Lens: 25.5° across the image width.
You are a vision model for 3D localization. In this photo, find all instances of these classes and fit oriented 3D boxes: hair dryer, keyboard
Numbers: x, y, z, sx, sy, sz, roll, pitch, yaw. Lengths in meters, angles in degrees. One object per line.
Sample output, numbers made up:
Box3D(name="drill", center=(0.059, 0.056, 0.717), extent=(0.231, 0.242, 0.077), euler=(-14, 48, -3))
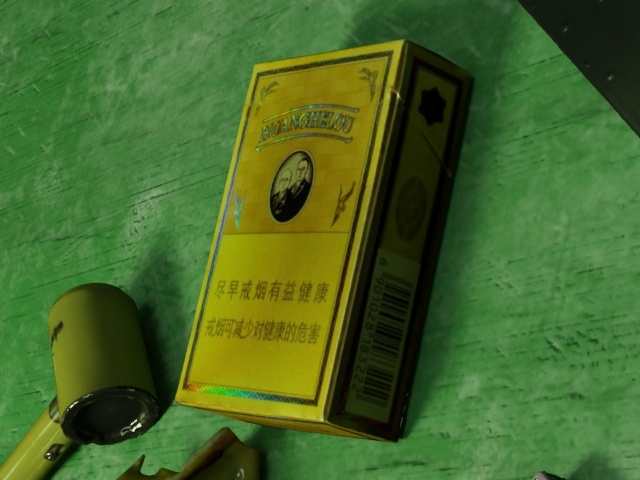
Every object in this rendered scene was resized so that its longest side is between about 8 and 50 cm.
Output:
Box3D(name="hair dryer", center=(-0.259, 0.173, 1.368), extent=(0.279, 0.090, 0.135), euler=(-49, 43, 31))
Box3D(name="keyboard", center=(0.204, -0.182, 1.033), extent=(0.101, 0.018, 0.310), euler=(-53, 41, 21))

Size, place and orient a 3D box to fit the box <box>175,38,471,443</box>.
Box3D(name="box", center=(0.000, 0.000, 1.135), extent=(0.192, 0.084, 0.302), euler=(-1, 73, 48))

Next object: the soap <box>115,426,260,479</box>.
Box3D(name="soap", center=(-0.122, 0.372, 1.146), extent=(0.338, 0.304, 0.169), euler=(-43, 18, -34))

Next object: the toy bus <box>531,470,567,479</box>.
Box3D(name="toy bus", center=(0.126, 0.214, 0.931), extent=(0.131, 0.037, 0.052), euler=(-55, 39, 15))
